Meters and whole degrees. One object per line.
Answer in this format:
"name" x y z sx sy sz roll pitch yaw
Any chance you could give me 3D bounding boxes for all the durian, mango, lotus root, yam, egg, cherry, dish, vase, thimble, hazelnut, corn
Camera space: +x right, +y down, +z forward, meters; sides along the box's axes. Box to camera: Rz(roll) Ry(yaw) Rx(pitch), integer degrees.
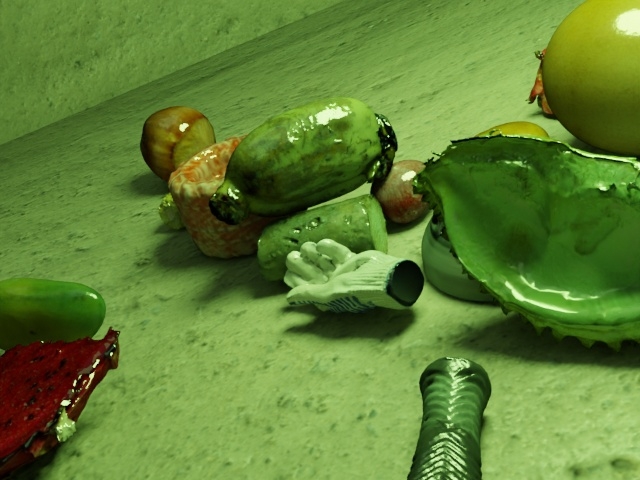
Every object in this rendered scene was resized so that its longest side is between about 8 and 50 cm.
"durian" 0.275 -0.001 0.904 0.394 0.198 0.163 25 59 24
"mango" -0.450 0.128 1.306 0.237 0.137 0.091 4 34 17
"lotus root" -0.036 -0.123 1.263 0.309 0.173 0.173 -23 26 -14
"yam" 0.000 0.000 1.247 0.194 0.107 0.107 -14 27 17
"egg" 0.487 -0.248 1.187 0.322 0.250 0.250 17 45 39
"cherry" 0.096 -0.054 1.308 0.225 0.090 0.107 -34 42 3
"dish" 0.257 -0.047 1.115 0.273 0.134 0.273 -18 27 10
"vase" 0.123 0.212 0.775 0.115 0.115 0.237 -12 23 18
"thimble" -0.147 -0.086 1.448 0.239 0.162 0.239 -18 26 9
"hazelnut" -0.320 -0.206 1.801 0.182 0.182 0.182 -17 27 9
"mango" 0.303 -0.153 1.331 0.102 0.085 0.184 -31 23 -20
"corn" -0.229 -0.115 1.652 0.081 0.081 0.248 3 36 40

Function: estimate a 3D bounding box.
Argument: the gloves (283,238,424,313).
"gloves" 0.037 0.057 1.123 0.229 0.097 0.119 11 36 40

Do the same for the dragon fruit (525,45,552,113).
"dragon fruit" 0.494 -0.314 1.402 0.274 0.161 0.126 -16 25 6

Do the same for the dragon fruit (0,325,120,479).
"dragon fruit" -0.441 0.255 1.098 0.343 0.100 0.282 -8 31 31
